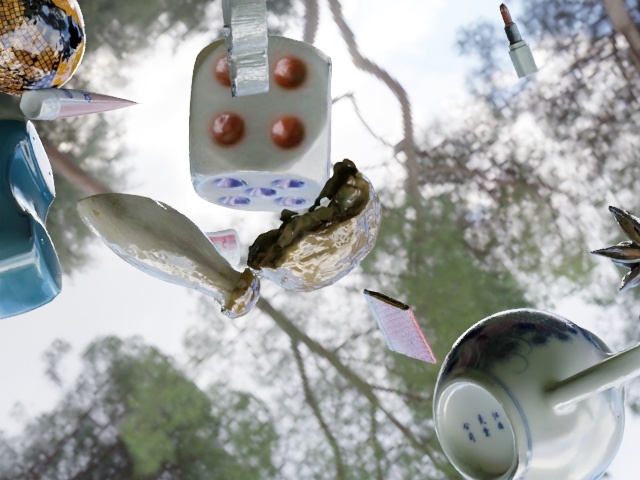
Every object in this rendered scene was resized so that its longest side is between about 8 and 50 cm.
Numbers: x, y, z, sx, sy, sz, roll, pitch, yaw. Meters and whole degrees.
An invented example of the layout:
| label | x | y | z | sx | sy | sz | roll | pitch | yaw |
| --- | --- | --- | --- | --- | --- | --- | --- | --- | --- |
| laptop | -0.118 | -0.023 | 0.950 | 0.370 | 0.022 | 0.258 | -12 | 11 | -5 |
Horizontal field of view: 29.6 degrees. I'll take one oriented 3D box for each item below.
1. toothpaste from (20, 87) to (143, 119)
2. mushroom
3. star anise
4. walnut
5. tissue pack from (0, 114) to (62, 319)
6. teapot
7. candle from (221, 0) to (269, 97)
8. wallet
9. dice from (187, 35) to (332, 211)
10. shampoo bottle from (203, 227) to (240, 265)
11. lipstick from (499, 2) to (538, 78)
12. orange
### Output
| label | x | y | z | sx | sy | sz | roll | pitch | yaw |
| --- | --- | --- | --- | --- | --- | --- | --- | --- | --- |
| toothpaste | -0.325 | -0.187 | 1.642 | 0.067 | 0.043 | 0.194 | 12 | -167 | 26 |
| mushroom | -0.258 | 0.014 | 2.085 | 0.128 | 0.350 | 0.128 | -56 | -174 | 9 |
| star anise | 0.475 | 0.015 | 1.644 | 0.182 | 0.195 | 0.065 | -38 | 173 | 33 |
| walnut | 0.003 | 0.001 | 1.910 | 0.238 | 0.141 | 0.204 | -40 | -166 | 13 |
| tissue pack | -0.496 | -0.031 | 1.759 | 0.206 | 0.198 | 0.287 | -11 | -122 | -1 |
| teapot | 0.297 | 0.207 | 1.595 | 0.280 | 0.252 | 0.424 | -17 | 167 | -37 |
| candle | -0.118 | -0.327 | 1.874 | 0.068 | 0.192 | 0.168 | -5 | -131 | -7 |
| wallet | 0.148 | 0.161 | 2.237 | 0.103 | 0.196 | 0.020 | 19 | -117 | 34 |
| dice | -0.104 | -0.207 | 2.201 | 0.251 | 0.243 | 0.259 | 2 | -104 | 0 |
| shampoo bottle | -0.199 | 0.015 | 2.263 | 0.099 | 0.072 | 0.043 | -4 | -179 | -44 |
| lipstick | 0.270 | -0.279 | 1.679 | 0.025 | 0.107 | 0.025 | -25 | -170 | -12 |
| orange | -0.438 | -0.309 | 1.709 | 0.182 | 0.234 | 0.234 | -46 | -153 | 5 |
